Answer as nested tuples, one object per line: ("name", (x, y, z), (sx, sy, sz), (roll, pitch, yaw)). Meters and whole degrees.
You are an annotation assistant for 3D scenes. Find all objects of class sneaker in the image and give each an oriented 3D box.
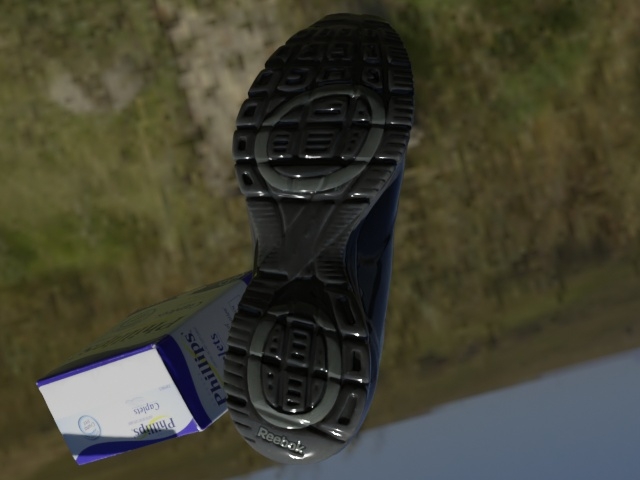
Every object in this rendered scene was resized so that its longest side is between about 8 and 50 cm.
("sneaker", (0.000, 0.000, 1.159), (0.109, 0.286, 0.130), (9, 169, 10))

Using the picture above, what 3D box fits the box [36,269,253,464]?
("box", (-0.110, 0.091, 1.354), (0.126, 0.072, 0.137), (-20, -169, 36))
